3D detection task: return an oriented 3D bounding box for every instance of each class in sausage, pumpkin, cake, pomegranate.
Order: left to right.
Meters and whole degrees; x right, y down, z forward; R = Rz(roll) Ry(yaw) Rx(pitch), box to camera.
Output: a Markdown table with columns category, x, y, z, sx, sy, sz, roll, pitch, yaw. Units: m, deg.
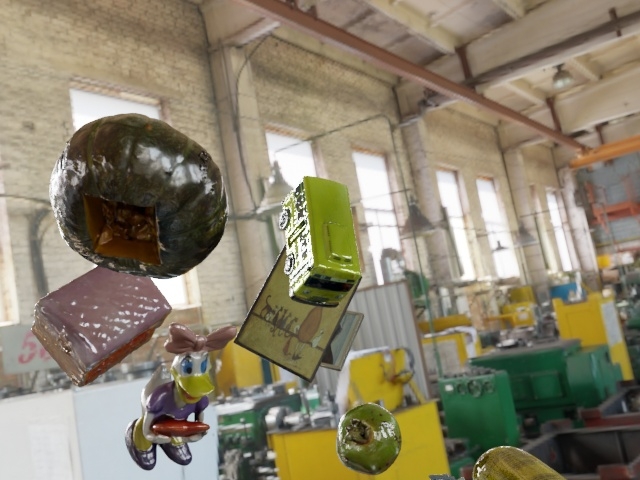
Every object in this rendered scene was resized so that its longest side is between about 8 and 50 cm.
| category | x | y | z | sx | sy | sz | roll | pitch | yaw |
| --- | --- | --- | --- | --- | --- | --- | --- | --- | --- |
| cake | -0.591 | 0.213 | 1.802 | 0.309 | 0.230 | 0.237 | -34 | -7 | -40 |
| pumpkin | -0.317 | -0.072 | 1.167 | 0.320 | 0.320 | 0.192 | -12 | 35 | 15 |
| pomegranate | 0.103 | 0.448 | 1.504 | 0.159 | 0.159 | 0.205 | -12 | -29 | 13 |
| sausage | 0.338 | 0.414 | 1.030 | 0.123 | 0.123 | 0.347 | -9 | 4 | -10 |

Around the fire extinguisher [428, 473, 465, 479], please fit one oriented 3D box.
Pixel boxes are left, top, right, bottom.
| category | x | y | z | sx | sy | sz | roll | pitch | yaw |
| --- | --- | --- | --- | --- | --- | --- | --- | --- | --- |
| fire extinguisher | 0.249 | 0.593 | 1.422 | 0.104 | 0.269 | 0.105 | 6 | 32 | -4 |

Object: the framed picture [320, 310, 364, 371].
| category | x | y | z | sx | sy | sz | roll | pitch | yaw |
| --- | --- | --- | --- | --- | --- | --- | --- | --- | --- |
| framed picture | 0.033 | 0.297 | 2.031 | 0.150 | 0.203 | 0.015 | 8 | -36 | 30 |

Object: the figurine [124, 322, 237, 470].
| category | x | y | z | sx | sy | sz | roll | pitch | yaw |
| --- | --- | --- | --- | --- | --- | --- | --- | --- | --- |
| figurine | -0.306 | 0.333 | 1.423 | 0.154 | 0.193 | 0.421 | 6 | -40 | -30 |

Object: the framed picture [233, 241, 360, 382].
| category | x | y | z | sx | sy | sz | roll | pitch | yaw |
| --- | --- | --- | --- | --- | --- | --- | --- | --- | --- |
| framed picture | -0.058 | 0.194 | 1.871 | 0.255 | 0.339 | 0.014 | 31 | -14 | -15 |

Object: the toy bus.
| category | x | y | z | sx | sy | sz | roll | pitch | yaw |
| --- | --- | --- | --- | --- | --- | --- | --- | --- | --- |
| toy bus | 0.000 | 0.000 | 1.445 | 0.128 | 0.262 | 0.150 | 12 | -38 | -27 |
